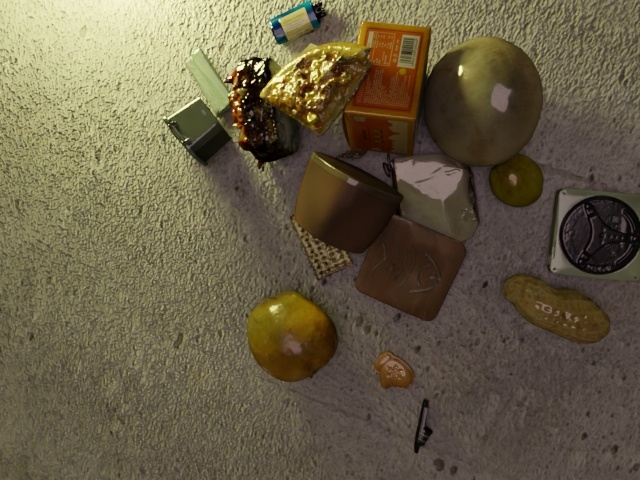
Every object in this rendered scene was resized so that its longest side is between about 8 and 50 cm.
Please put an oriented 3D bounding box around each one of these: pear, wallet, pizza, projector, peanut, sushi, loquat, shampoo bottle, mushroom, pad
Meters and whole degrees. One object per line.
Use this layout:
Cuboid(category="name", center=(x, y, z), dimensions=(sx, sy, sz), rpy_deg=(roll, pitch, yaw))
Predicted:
Cuboid(category="pear", center=(0.576, -0.179, 1.776), dimensions=(0.162, 0.149, 0.149), rpy_deg=(43, 101, -15))
Cuboid(category="wallet", center=(0.345, -0.122, 1.870), dimensions=(0.274, 0.068, 0.335), rpy_deg=(-7, 101, 15))
Cuboid(category="pizza", center=(-0.020, -0.449, 1.638), dimensions=(0.268, 0.087, 0.258), rpy_deg=(36, 93, 37))
Cuboid(category="projector", center=(0.823, -0.017, 1.782), dimensions=(0.259, 0.079, 0.257), rpy_deg=(6, 95, 8))
Cuboid(category="peanut", center=(0.704, 0.201, 1.798), dimensions=(0.325, 0.140, 0.153), rpy_deg=(29, 81, 11))
Cuboid(category="sushi", center=(-0.172, -0.393, 1.885), dimensions=(0.181, 0.196, 0.344), rpy_deg=(-8, 89, 29))
Cuboid(category="loquat", center=(-0.091, 0.299, 1.892), dimensions=(0.276, 0.276, 0.284), rpy_deg=(-35, 86, 11))
Cuboid(category="shampoo bottle", center=(-0.068, -0.691, 1.892), dimensions=(0.183, 0.050, 0.087), rpy_deg=(-22, 88, 11))
Cuboid(category="mushroom", center=(0.476, -0.393, 1.720), dimensions=(0.362, 0.294, 0.362), rpy_deg=(15, 109, 49))
Cuboid(category="pad", center=(0.280, 0.088, 1.896), dimensions=(0.284, 0.018, 0.287), rpy_deg=(24, 110, 8))

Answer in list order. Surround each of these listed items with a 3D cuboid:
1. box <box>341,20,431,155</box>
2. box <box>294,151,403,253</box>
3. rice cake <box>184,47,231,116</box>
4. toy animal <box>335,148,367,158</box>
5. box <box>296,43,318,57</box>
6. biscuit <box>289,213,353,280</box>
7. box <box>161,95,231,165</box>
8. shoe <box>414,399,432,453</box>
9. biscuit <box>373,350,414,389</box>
Cuboid(category="box", center=(0.190, -0.429, 1.730), dimensions=(0.213, 0.259, 0.284), rpy_deg=(10, 77, 8))
Cuboid(category="box", center=(0.071, -0.107, 1.801), dimensions=(0.301, 0.301, 0.216), rpy_deg=(26, 103, 7))
Cuboid(category="rice cake", center=(-0.364, -0.517, 1.967), dimensions=(0.080, 0.042, 0.222), rpy_deg=(-33, 90, 16))
Cuboid(category="toy animal", center=(0.131, -0.315, 1.886), dimensions=(0.219, 0.069, 0.086), rpy_deg=(-30, 93, 13))
Cuboid(category="box", center=(-0.006, -0.484, 1.816), dimensions=(0.168, 0.212, 0.095), rpy_deg=(26, 137, 5))
Cuboid(category="biscuit", center=(0.000, 0.000, 1.963), dimensions=(0.139, 0.016, 0.231), rpy_deg=(-25, 90, 11))
Cuboid(category="box", center=(-0.381, -0.347, 1.897), dimensions=(0.135, 0.243, 0.163), rpy_deg=(-38, 87, -1))
Cuboid(category="shoe", center=(0.340, 0.604, 1.936), dimensions=(0.049, 0.071, 0.179), rpy_deg=(11, 93, 5))
Cuboid(category="biscuit", center=(0.235, 0.435, 1.960), dimensions=(0.140, 0.023, 0.118), rpy_deg=(32, 99, 5))
